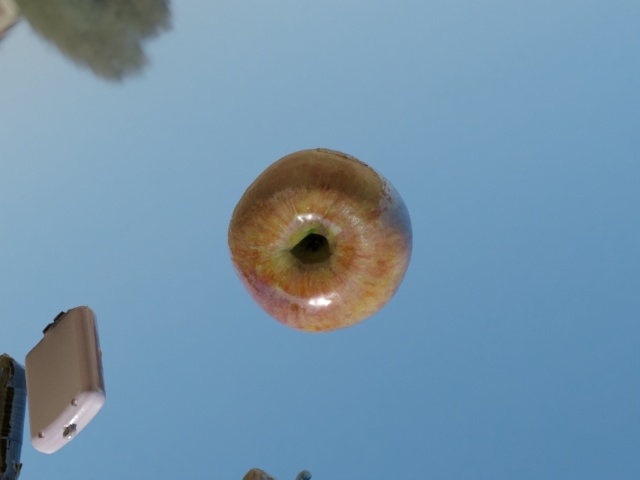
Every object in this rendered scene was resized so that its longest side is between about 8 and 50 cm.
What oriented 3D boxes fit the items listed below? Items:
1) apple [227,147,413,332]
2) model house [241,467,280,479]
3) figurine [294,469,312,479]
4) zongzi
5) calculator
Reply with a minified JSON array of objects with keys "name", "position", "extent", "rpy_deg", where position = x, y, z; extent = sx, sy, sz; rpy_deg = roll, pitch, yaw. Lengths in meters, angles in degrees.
[{"name":"apple","position":[0.000,0.000,2.036],"extent":[0.211,0.211,0.188],"rpy_deg":[-29,-176,10]},{"name":"model house","position":[-0.063,0.301,1.289],"extent":[0.188,0.229,0.122],"rpy_deg":[-29,-173,13]},{"name":"figurine","position":[-0.005,0.405,2.378],"extent":[0.262,0.180,0.154],"rpy_deg":[5,-170,25]},{"name":"zongzi","position":[-0.451,0.243,2.212],"extent":[0.184,0.084,0.187],"rpy_deg":[-8,-119,17]},{"name":"calculator","position":[-0.260,0.140,1.819],"extent":[0.100,0.032,0.175],"rpy_deg":[-44,-145,22]}]
